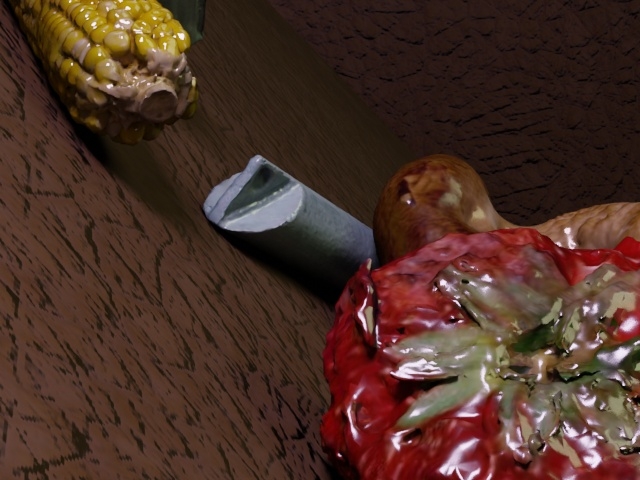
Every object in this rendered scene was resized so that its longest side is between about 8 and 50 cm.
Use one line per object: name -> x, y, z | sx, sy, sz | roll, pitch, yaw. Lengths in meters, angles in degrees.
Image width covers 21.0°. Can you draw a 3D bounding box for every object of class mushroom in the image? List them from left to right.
mushroom -> 0.166, 0.061, 1.372 | 0.267, 0.254, 0.267 | 2, 90, -89

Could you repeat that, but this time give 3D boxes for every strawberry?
strawberry -> 0.126, 0.116, 0.984 | 0.274, 0.274, 0.220 | 54, -27, 38

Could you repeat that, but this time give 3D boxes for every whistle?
whistle -> 0.000, 0.000, 1.344 | 0.062, 0.062, 0.312 | 52, 9, 26

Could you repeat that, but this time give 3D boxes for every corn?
corn -> -0.162, -0.160, 1.158 | 0.097, 0.097, 0.320 | 40, 9, -41

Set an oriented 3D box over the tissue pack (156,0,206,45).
tissue pack -> -0.196, -0.271, 1.372 | 0.257, 0.081, 0.185 | 50, -14, 10
